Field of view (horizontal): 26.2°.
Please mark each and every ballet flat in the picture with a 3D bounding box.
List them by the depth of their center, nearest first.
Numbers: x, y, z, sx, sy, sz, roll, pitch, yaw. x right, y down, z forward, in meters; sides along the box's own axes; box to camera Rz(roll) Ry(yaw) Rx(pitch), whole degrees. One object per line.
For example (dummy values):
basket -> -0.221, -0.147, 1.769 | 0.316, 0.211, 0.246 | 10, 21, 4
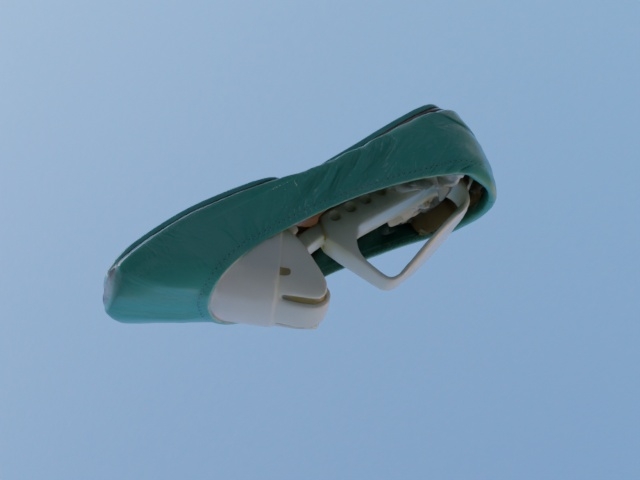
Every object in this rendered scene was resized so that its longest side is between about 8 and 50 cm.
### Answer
ballet flat -> 0.000, 0.000, 0.781 | 0.247, 0.083, 0.087 | -27, -122, -22
